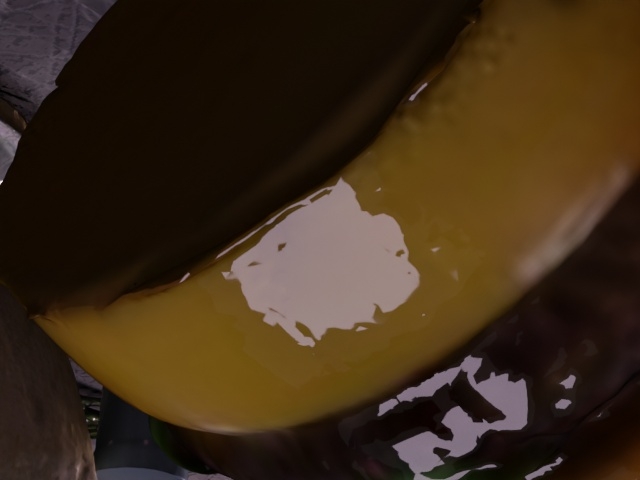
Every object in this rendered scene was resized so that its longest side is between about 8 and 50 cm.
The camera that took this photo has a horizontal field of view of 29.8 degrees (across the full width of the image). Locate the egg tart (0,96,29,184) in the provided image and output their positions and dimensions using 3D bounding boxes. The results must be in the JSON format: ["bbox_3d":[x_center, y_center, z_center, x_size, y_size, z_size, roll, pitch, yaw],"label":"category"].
[{"bbox_3d":[-0.329,-0.058,0.943,0.234,0.094,0.234,7,153,4],"label":"egg tart"}]

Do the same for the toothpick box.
[{"bbox_3d":[-0.180,0.175,1.242,0.101,0.153,0.101,2,153,1],"label":"toothpick box"}]

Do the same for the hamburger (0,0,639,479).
[{"bbox_3d":[0.053,-0.033,0.594,0.395,0.396,0.277,-21,127,41],"label":"hamburger"}]

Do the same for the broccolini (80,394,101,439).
[{"bbox_3d":[-0.275,0.217,1.438,0.202,0.068,0.091,17,130,-18],"label":"broccolini"}]

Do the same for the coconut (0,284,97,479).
[{"bbox_3d":[-0.411,0.201,1.170,0.415,0.415,0.345,-1,152,15],"label":"coconut"}]
